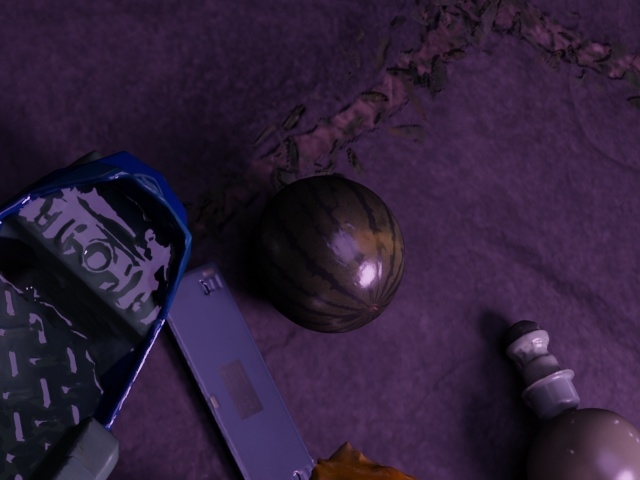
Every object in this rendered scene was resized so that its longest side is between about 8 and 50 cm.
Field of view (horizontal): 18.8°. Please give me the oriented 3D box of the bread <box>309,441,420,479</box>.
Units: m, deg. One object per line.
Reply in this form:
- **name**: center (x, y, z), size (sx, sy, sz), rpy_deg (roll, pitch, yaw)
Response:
- **bread**: center (0.046, 0.313, 1.144), size (0.279, 0.207, 0.279), rpy_deg (26, 56, 2)

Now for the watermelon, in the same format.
- **watermelon**: center (0.000, 0.000, 1.337), size (0.105, 0.105, 0.133), rpy_deg (-7, 53, -34)

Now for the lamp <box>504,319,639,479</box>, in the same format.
- **lamp**: center (0.179, 0.130, 1.417), size (0.091, 0.091, 0.163), rpy_deg (-6, 59, -34)

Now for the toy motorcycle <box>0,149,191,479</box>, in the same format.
- **toy motorcycle**: center (-0.175, 0.051, 1.144), size (0.191, 0.200, 0.326), rpy_deg (43, 57, -11)

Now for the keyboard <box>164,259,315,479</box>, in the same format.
- **keyboard**: center (-0.056, 0.102, 1.312), size (0.055, 0.014, 0.176), rpy_deg (-24, 86, -36)
